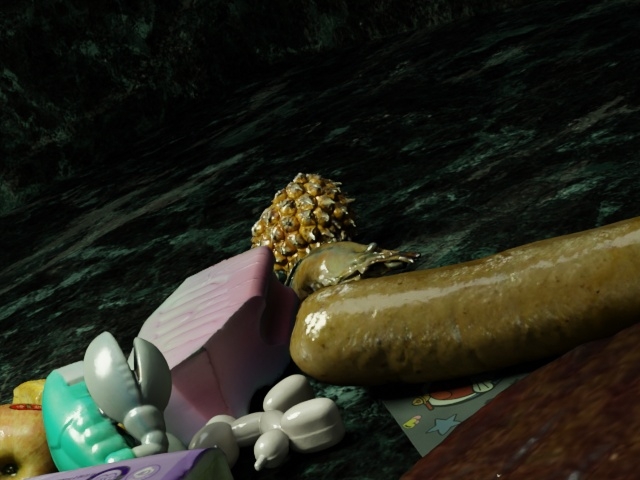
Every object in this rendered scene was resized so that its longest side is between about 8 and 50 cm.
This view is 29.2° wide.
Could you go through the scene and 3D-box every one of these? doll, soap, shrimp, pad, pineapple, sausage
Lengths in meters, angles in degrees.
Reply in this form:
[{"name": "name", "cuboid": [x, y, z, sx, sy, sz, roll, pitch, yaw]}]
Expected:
[{"name": "doll", "cuboid": [-0.205, 0.232, 1.322, 0.153, 0.258, 0.195, -15, -25, -25]}, {"name": "soap", "cuboid": [-0.139, 0.136, 1.559, 0.193, 0.109, 0.324, -25, 18, 11]}, {"name": "shrimp", "cuboid": [0.047, 0.059, 1.674, 0.262, 0.066, 0.117, 1, 68, 55]}, {"name": "pad", "cuboid": [0.163, 0.164, 1.288, 0.170, 0.006, 0.245, -24, 16, -6]}, {"name": "doll", "cuboid": [-0.067, 0.210, 1.348, 0.160, 0.059, 0.161, -26, 18, -15]}, {"name": "pineapple", "cuboid": [-0.001, -0.002, 1.832, 0.176, 0.161, 0.137, -30, 55, -34]}, {"name": "sausage", "cuboid": [0.199, 0.067, 1.302, 0.501, 0.136, 0.123, -14, 41, 21]}]

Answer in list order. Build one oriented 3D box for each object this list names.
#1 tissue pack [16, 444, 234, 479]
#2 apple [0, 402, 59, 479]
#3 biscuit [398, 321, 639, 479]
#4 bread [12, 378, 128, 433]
[{"name": "tissue pack", "cuboid": [-0.250, 0.316, 1.077, 0.338, 0.160, 0.242, -15, 12, 27]}, {"name": "apple", "cuboid": [-0.346, 0.259, 1.406, 0.146, 0.146, 0.131, -26, 2, -10]}, {"name": "biscuit", "cuboid": [0.200, 0.201, 0.903, 0.407, 0.091, 0.407, -32, 13, 8]}, {"name": "bread", "cuboid": [-0.314, 0.221, 1.572, 0.114, 0.083, 0.211, -8, 5, -33]}]
